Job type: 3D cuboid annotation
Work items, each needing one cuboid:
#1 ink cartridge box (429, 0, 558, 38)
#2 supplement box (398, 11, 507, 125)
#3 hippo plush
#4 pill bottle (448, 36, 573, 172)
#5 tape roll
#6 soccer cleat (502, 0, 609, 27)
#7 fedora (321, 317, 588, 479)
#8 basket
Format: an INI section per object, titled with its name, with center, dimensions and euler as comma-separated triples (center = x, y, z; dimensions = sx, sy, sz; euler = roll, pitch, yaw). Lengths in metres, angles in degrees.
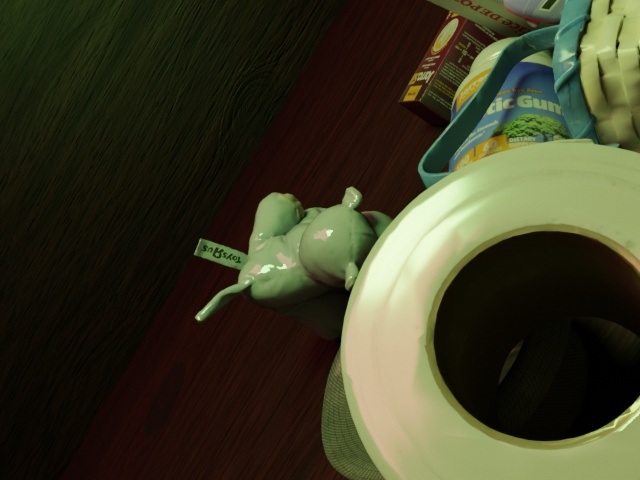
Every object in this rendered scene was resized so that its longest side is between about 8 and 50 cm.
[ink cartridge box]
center = 0.279, -0.340, 0.821
dimensions = 0.283, 0.207, 0.117
euler = -20, 60, 58
[supplement box]
center = 0.222, -0.290, 1.235
dimensions = 0.188, 0.080, 0.104
euler = -60, 17, 0
[hippo plush]
center = 0.000, 0.000, 1.100
dimensions = 0.236, 0.294, 0.234
euler = -31, 54, 43
[pill bottle]
center = 0.220, -0.112, 0.830
dimensions = 0.152, 0.152, 0.272
euler = -45, 23, 40
[tape roll]
center = 0.156, 0.082, 0.478
dimensions = 0.246, 0.169, 0.246
euler = -11, 62, 23
[soccer cleat]
center = 0.307, -0.268, 0.733
dimensions = 0.095, 0.248, 0.083
euler = 73, -153, -48
[fedora]
center = 0.139, 0.133, 0.702
dimensions = 0.275, 0.124, 0.244
euler = -39, 28, 29
[basket]
center = 0.246, -0.129, 0.618
dimensions = 0.288, 0.201, 0.255
euler = 2, 44, 42
